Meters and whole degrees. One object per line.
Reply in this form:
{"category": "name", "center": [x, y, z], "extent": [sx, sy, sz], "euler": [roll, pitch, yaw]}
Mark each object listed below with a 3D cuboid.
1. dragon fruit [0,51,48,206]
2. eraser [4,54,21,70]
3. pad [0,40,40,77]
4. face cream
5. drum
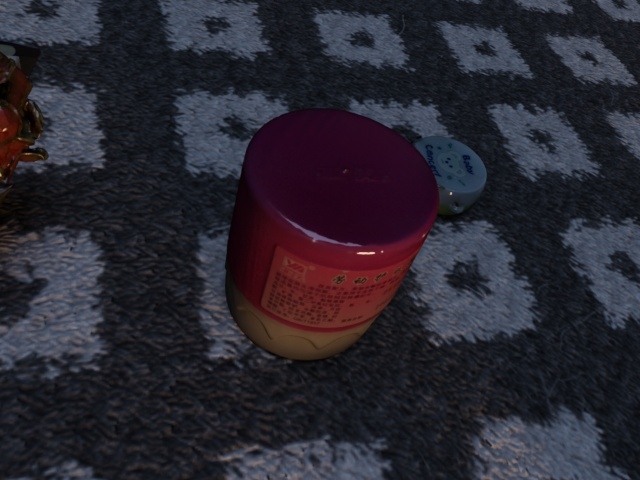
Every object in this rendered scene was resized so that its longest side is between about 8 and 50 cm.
{"category": "dragon fruit", "center": [-0.382, -0.073, 0.460], "extent": [0.299, 0.244, 0.244], "euler": [-36, 68, -17]}
{"category": "eraser", "center": [-0.442, -0.187, 0.672], "extent": [0.150, 0.023, 0.103], "euler": [0, 52, -18]}
{"category": "pad", "center": [-0.449, -0.180, 0.683], "extent": [0.158, 0.003, 0.235], "euler": [8, 50, -11]}
{"category": "face cream", "center": [0.000, 0.000, 0.552], "extent": [0.175, 0.195, 0.175], "euler": [8, 49, -9]}
{"category": "drum", "center": [0.101, -0.110, 0.768], "extent": [0.253, 0.049, 0.130], "euler": [17, 49, -4]}
